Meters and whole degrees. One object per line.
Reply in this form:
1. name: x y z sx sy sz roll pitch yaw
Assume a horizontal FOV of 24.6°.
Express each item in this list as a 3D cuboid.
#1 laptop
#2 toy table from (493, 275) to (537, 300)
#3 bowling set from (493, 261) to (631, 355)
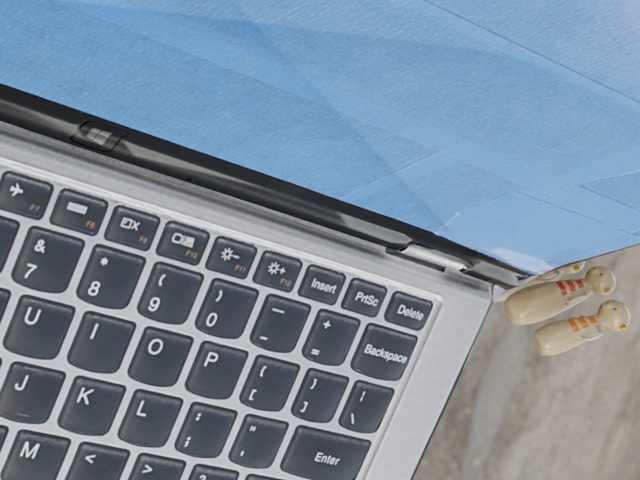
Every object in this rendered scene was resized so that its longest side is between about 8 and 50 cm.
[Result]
1. laptop: -0.047 0.050 0.386 0.382 0.236 0.407 18 99 -35
2. toy table: 0.205 -0.073 1.361 0.274 0.161 0.252 -27 166 -27
3. bowling set: 0.302 0.012 1.926 0.154 0.287 0.199 -19 113 -7
